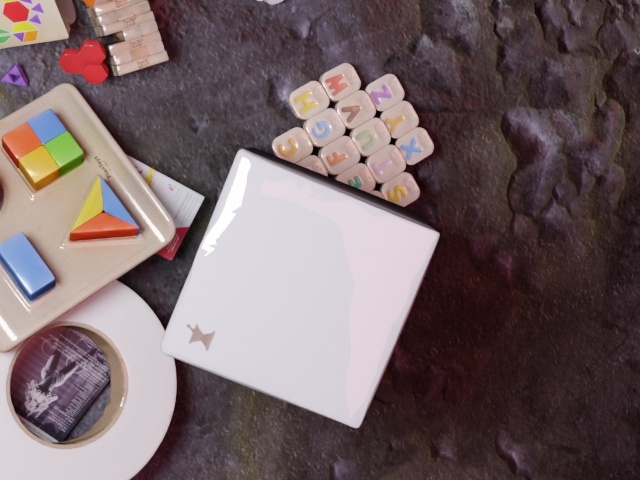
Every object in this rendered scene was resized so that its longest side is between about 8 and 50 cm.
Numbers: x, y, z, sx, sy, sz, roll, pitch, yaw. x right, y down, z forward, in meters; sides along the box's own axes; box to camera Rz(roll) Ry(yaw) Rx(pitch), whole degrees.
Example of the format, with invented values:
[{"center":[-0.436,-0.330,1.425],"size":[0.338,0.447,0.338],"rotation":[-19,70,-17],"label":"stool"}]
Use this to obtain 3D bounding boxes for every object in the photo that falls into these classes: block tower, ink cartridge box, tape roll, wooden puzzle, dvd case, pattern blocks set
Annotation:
[{"center":[-0.353,-0.441,1.887],"size":[0.097,0.091,0.336],"rotation":[-21,104,-18],"label":"block tower"},{"center":[-0.308,-0.062,1.971],"size":[0.175,0.072,0.127],"rotation":[28,87,-23],"label":"ink cartridge box"},{"center":[-0.428,0.238,1.916],"size":[0.392,0.072,0.392],"rotation":[3,83,-30],"label":"tape roll"},{"center":[-0.453,-0.047,1.832],"size":[0.347,0.080,0.322],"rotation":[-36,86,-16],"label":"wooden puzzle"},{"center":[-0.455,0.231,1.987],"size":[0.164,0.018,0.221],"rotation":[40,82,-22],"label":"dvd case"},{"center":[-0.475,-0.369,1.780],"size":[0.285,0.026,0.325],"rotation":[-1,138,1],"label":"pattern blocks set"}]

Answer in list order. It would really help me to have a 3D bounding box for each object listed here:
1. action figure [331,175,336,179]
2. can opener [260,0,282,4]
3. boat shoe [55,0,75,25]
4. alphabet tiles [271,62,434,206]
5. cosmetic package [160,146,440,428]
[{"center":[0.000,0.000,2.110],"size":[0.232,0.063,0.137],"rotation":[-46,104,-11],"label":"action figure"},{"center":[-0.169,-0.487,1.975],"size":[0.280,0.074,0.093],"rotation":[21,56,-25],"label":"can opener"},{"center":[-0.544,-0.441,1.812],"size":[0.158,0.127,0.340],"rotation":[-27,126,18],"label":"boat shoe"},{"center":[0.063,-0.171,2.096],"size":[0.278,0.021,0.284],"rotation":[-31,96,-17],"label":"alphabet tiles"},{"center":[-0.035,0.057,1.872],"size":[0.327,0.394,0.329],"rotation":[22,95,-3],"label":"cosmetic package"}]
